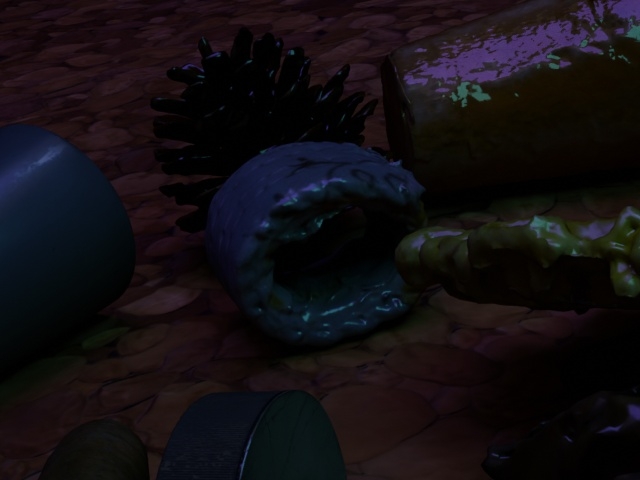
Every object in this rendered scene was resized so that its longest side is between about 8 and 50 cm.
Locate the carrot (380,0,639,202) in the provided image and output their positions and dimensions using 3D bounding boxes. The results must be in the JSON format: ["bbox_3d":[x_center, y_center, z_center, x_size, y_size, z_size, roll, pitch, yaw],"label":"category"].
[{"bbox_3d":[0.182,-0.139,1.209,0.254,0.196,0.196,-9,20,1],"label":"carrot"}]

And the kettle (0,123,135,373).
[{"bbox_3d":[-0.288,0.043,1.020,0.210,0.160,0.243,-15,18,43],"label":"kettle"}]

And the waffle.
[{"bbox_3d":[0.213,0.017,0.809,0.312,0.060,0.307,2,-2,-38],"label":"waffle"}]

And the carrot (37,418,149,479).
[{"bbox_3d":[-0.130,0.165,0.665,0.070,0.070,0.342,-8,11,4],"label":"carrot"}]

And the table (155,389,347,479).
[{"bbox_3d":[-0.029,0.136,0.648,0.043,0.133,0.133,-3,21,22],"label":"table"}]

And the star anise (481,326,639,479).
[{"bbox_3d":[0.214,0.105,0.657,0.292,0.109,0.349,-2,16,13],"label":"star anise"}]

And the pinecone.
[{"bbox_3d":[-0.048,-0.081,1.152,0.207,0.208,0.208,-8,20,3],"label":"pinecone"}]

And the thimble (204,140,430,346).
[{"bbox_3d":[-0.003,-0.001,1.007,0.151,0.127,0.118,-10,21,-16],"label":"thimble"}]
